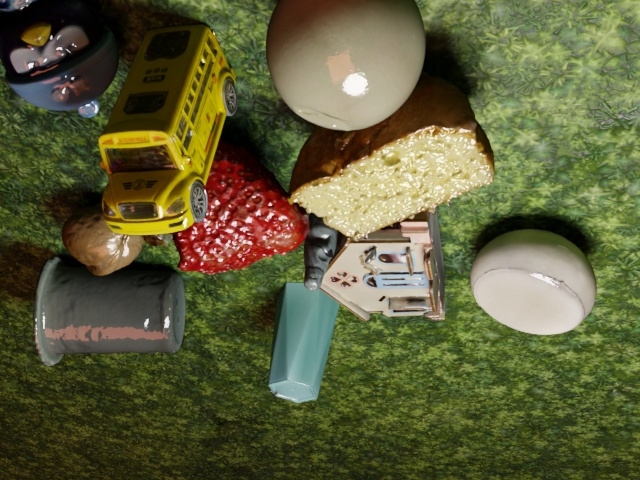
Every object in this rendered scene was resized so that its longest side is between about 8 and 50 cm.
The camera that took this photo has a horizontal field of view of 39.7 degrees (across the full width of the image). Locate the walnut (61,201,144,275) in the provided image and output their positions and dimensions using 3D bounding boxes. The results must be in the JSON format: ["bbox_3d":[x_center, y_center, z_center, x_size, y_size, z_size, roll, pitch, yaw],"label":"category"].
[{"bbox_3d":[-0.429,-0.004,1.761,0.166,0.149,0.166,4,172,1],"label":"walnut"}]

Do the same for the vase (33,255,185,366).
[{"bbox_3d":[-0.451,0.161,1.937,0.291,0.245,0.245,3,145,1],"label":"vase"}]

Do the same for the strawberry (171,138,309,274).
[{"bbox_3d":[-0.157,-0.063,1.536,0.257,0.261,0.261,-20,140,7],"label":"strawberry"}]

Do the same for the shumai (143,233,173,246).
[{"bbox_3d":[-0.306,-0.034,1.740,0.123,0.087,0.099,-16,137,30],"label":"shumai"}]

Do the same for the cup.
[{"bbox_3d":[-0.047,0.221,1.917,0.148,0.236,0.134,0,143,17],"label":"cup"}]

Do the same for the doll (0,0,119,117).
[{"bbox_3d":[-0.410,-0.308,1.320,0.177,0.141,0.314,-23,134,1],"label":"doll"}]

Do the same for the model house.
[{"bbox_3d":[0.106,0.036,1.674,0.244,0.169,0.326,2,146,14],"label":"model house"}]

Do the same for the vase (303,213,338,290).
[{"bbox_3d":[0.000,0.000,1.602,0.059,0.212,0.060,8,145,5],"label":"vase"}]

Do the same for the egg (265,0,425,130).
[{"bbox_3d":[0.034,-0.260,1.206,0.219,0.219,0.269,7,163,4],"label":"egg"}]

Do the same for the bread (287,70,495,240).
[{"bbox_3d":[0.115,-0.151,1.392,0.340,0.179,0.194,-24,135,35],"label":"bread"}]

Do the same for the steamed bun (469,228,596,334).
[{"bbox_3d":[0.401,0.063,1.658,0.231,0.145,0.232,19,148,12],"label":"steamed bun"}]

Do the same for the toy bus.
[{"bbox_3d":[-0.230,-0.167,1.317,0.144,0.330,0.152,-2,141,15],"label":"toy bus"}]
